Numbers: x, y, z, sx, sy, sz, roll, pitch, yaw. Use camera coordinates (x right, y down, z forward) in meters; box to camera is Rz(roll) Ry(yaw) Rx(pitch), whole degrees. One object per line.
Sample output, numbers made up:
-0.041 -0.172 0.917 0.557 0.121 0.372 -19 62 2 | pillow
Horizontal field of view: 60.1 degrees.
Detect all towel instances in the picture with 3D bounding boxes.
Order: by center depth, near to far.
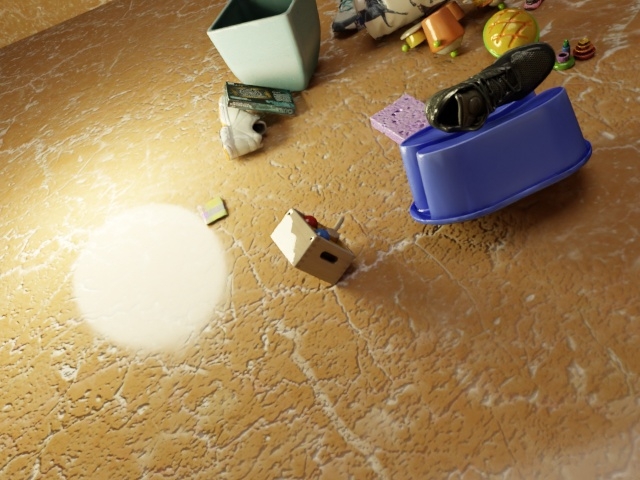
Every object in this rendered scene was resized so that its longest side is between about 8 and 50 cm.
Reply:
-0.257 -0.072 1.326 0.060 0.009 0.083 -28 42 -4 | towel

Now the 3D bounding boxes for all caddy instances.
0.311 -0.143 1.008 0.341 0.179 0.241 -25 18 0 | caddy

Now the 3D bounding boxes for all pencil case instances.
0.277 -0.722 1.528 0.410 0.183 0.160 -21 63 31 | pencil case

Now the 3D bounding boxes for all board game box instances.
-0.168 -0.391 1.523 0.186 0.026 0.126 4 37 -16 | board game box

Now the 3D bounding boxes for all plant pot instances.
-0.129 -0.562 1.581 0.246 0.252 0.248 -3 46 22 | plant pot

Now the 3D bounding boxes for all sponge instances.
0.218 -0.268 1.282 0.117 0.031 0.210 -33 42 -9 | sponge

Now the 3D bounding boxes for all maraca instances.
0.469 -0.485 1.339 0.127 0.099 0.186 -24 66 17 | maraca

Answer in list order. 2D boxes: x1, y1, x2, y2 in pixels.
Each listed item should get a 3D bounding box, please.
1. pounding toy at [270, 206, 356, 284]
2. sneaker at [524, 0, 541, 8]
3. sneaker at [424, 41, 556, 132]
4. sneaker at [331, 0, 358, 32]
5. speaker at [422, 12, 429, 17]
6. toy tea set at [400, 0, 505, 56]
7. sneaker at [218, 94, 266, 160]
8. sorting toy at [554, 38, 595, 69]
0.000 0.000 1.050 0.100 0.141 0.130 -53 42 11 | pounding toy
0.593 -0.683 1.507 0.047 0.057 0.119 14 53 38 | sneaker
0.283 -0.243 0.906 0.227 0.087 0.130 -23 20 16 | sneaker
0.099 -0.779 1.790 0.110 0.122 0.283 5 50 30 | sneaker
0.341 -0.735 1.681 0.136 0.055 0.055 -44 45 -20 | speaker
0.391 -0.596 1.502 0.336 0.124 0.200 -34 13 -5 | toy tea set
-0.208 -0.315 1.501 0.120 0.099 0.263 -12 48 -1 | sneaker
0.578 -0.436 1.272 0.101 0.042 0.061 -25 42 1 | sorting toy
